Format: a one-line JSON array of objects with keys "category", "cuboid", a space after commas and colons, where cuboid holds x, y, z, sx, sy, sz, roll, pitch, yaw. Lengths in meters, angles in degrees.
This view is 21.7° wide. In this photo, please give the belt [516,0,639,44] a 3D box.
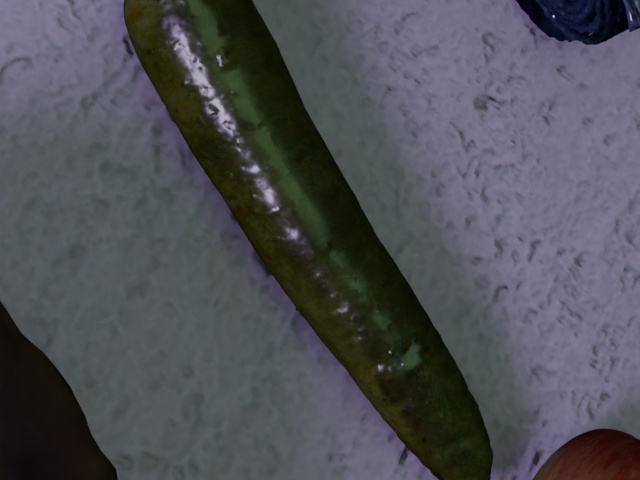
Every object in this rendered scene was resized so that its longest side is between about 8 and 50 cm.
[{"category": "belt", "cuboid": [0.163, -0.238, 1.016, 0.128, 0.122, 0.218, -32, 102, -24]}]

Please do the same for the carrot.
[{"category": "carrot", "cuboid": [0.000, 0.000, 0.951, 0.074, 0.074, 0.358, -35, 99, -22]}]

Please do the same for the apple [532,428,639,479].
[{"category": "apple", "cuboid": [0.178, 0.186, 0.957, 0.146, 0.146, 0.131, 30, 87, -16]}]

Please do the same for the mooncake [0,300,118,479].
[{"category": "mooncake", "cuboid": [-0.258, 0.158, 0.740, 0.324, 0.187, 0.324, 11, 70, -32]}]
